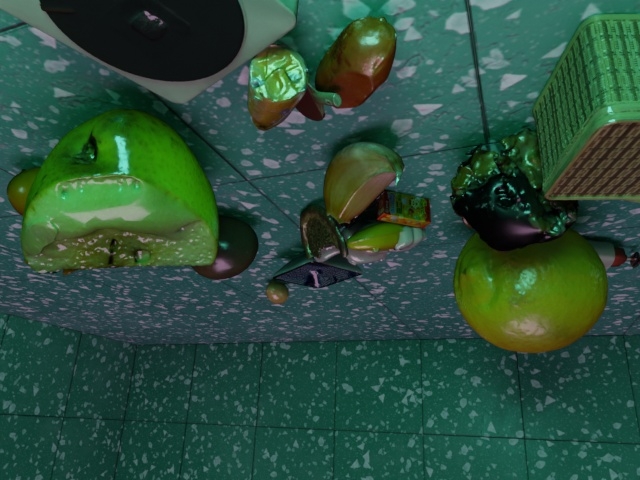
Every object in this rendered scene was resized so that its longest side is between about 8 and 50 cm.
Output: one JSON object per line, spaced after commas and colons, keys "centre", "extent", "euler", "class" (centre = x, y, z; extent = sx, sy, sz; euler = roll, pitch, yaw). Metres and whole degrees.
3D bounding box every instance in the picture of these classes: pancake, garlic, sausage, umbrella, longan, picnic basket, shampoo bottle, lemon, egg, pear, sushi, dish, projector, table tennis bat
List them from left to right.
{"centre": [-0.352, -0.099, 0.894], "extent": [0.342, 0.239, 0.318], "euler": [-1, 147, -17], "class": "pear"}
{"centre": [-0.197, -0.287, 0.576], "extent": [0.257, 0.079, 0.259], "euler": [-17, 152, 40], "class": "projector"}
{"centre": [-0.252, 0.018, 1.277], "extent": [0.189, 0.189, 0.189], "euler": [2, 159, 1], "class": "longan"}
{"centre": [-0.160, 0.188, 1.832], "extent": [0.080, 0.080, 0.096], "euler": [-3, 150, 16], "class": "egg"}
{"centre": [-0.014, -0.209, 0.725], "extent": [0.156, 0.013, 0.087], "euler": [33, 159, 56], "class": "table tennis bat"}
{"centre": [-0.012, 0.074, 1.507], "extent": [0.181, 0.080, 0.243], "euler": [15, 158, -29], "class": "dish"}
{"centre": [0.000, 0.000, 1.199], "extent": [0.020, 0.184, 0.190], "euler": [-22, 150, -28], "class": "pancake"}
{"centre": [0.044, -0.233, 0.684], "extent": [0.089, 0.089, 0.179], "euler": [8, 168, -15], "class": "sausage"}
{"centre": [0.080, -0.076, 1.136], "extent": [0.066, 0.059, 0.236], "euler": [-36, 176, -22], "class": "umbrella"}
{"centre": [0.078, -0.128, 0.931], "extent": [0.115, 0.128, 0.206], "euler": [48, 143, -1], "class": "garlic"}
{"centre": [0.334, -0.078, 0.907], "extent": [0.213, 0.200, 0.204], "euler": [-12, 169, -33], "class": "sushi"}
{"centre": [0.488, 0.101, 1.178], "extent": [0.347, 0.348, 0.348], "euler": [2, 159, 1], "class": "lemon"}
{"centre": [0.731, 0.048, 1.358], "extent": [0.284, 0.071, 0.153], "euler": [4, 158, 0], "class": "shampoo bottle"}
{"centre": [0.485, -0.163, 0.684], "extent": [0.312, 0.175, 0.228], "euler": [1, 159, 3], "class": "picnic basket"}

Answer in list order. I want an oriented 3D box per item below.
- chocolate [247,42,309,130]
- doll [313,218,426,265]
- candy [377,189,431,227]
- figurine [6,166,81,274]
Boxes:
{"centre": [-0.071, -0.210, 0.740], "extent": [0.085, 0.086, 0.219], "euler": [7, 177, -11], "class": "chocolate"}
{"centre": [0.124, 0.004, 1.232], "extent": [0.252, 0.111, 0.237], "euler": [-12, -179, -17], "class": "doll"}
{"centre": [0.188, -0.070, 1.128], "extent": [0.121, 0.062, 0.038], "euler": [10, 157, -18], "class": "candy"}
{"centre": [-0.564, -0.042, 1.090], "extent": [0.215, 0.228, 0.215], "euler": [-7, 172, -1], "class": "figurine"}
